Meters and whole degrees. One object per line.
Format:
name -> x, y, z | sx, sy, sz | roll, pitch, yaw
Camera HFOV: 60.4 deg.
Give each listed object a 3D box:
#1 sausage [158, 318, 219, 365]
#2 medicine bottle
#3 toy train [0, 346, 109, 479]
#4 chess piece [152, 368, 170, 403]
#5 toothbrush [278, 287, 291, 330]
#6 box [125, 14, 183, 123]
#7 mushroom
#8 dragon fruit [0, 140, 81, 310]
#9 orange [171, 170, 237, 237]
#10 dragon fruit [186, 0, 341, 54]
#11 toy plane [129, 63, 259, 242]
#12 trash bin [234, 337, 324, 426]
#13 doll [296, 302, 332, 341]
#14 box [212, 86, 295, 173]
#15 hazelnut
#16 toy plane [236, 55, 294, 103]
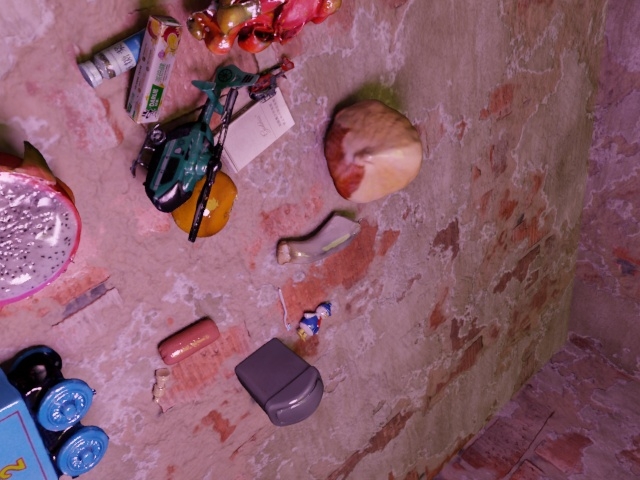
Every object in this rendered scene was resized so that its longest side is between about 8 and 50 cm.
sausage -> -0.325, 0.251, 1.362 | 0.154, 0.062, 0.062 | -28, 129, -29
medicine bottle -> -0.349, -0.347, 1.013 | 0.191, 0.051, 0.051 | -38, 133, -19
toy train -> -0.589, 0.387, 1.094 | 0.265, 0.188, 0.301 | -30, 132, -37
chess piece -> -0.403, 0.369, 1.380 | 0.035, 0.035, 0.092 | -2, 117, -42
toothbrush -> -0.105, 0.200, 1.572 | 0.017, 0.014, 0.162 | -22, 128, -15
box -> -0.309, -0.313, 1.021 | 0.049, 0.041, 0.207 | -24, 150, -50
mushroom -> 0.001, 0.002, 1.502 | 0.277, 0.099, 0.096 | -27, 123, -25
dragon fruit -> -0.557, -0.031, 0.914 | 0.290, 0.189, 0.291 | -27, 137, -28
orange -> -0.256, -0.085, 1.197 | 0.157, 0.134, 0.156 | -56, 179, -1
dragon fruit -> -0.090, -0.477, 1.053 | 0.243, 0.227, 0.307 | 15, 105, -41
toy plane -> -0.252, -0.194, 1.106 | 0.106, 0.155, 0.382 | 61, 46, -68
trash bin -> -0.106, 0.392, 1.514 | 0.176, 0.236, 0.101 | -36, 132, -22
doll -> -0.015, 0.238, 1.648 | 0.143, 0.057, 0.099 | -44, 134, -23
box -> -0.153, -0.255, 1.261 | 0.198, 0.029, 0.109 | -43, 135, -17
hazelnut -> 0.129, -0.218, 1.377 | 0.261, 0.261, 0.241 | -65, 168, 7
toy plane -> -0.115, -0.355, 1.223 | 0.145, 0.060, 0.037 | -39, 172, -14
